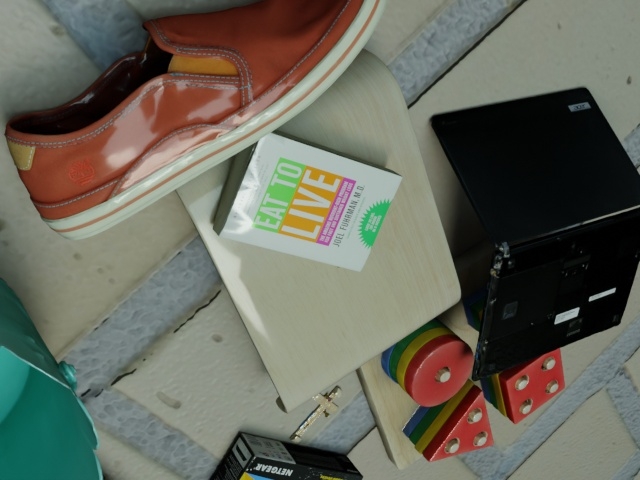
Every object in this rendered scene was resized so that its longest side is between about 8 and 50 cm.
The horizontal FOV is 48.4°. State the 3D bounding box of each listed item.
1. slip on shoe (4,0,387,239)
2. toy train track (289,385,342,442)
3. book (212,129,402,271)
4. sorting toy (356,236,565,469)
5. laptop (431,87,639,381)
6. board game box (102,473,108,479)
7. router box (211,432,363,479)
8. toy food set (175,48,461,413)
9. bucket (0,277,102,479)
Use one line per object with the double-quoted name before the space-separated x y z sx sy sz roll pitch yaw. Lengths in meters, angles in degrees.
"slip on shoe" -0.088 -0.130 0.544 0.331 0.123 0.101 -34 124 -6
"toy train track" -0.003 0.209 0.841 0.083 0.014 0.048 -47 129 -1
"book" -0.010 -0.033 0.607 0.144 0.035 0.096 14 105 -32
"sorting toy" 0.185 0.156 0.882 0.255 0.089 0.257 -31 128 -15
"laptop" 0.241 -0.011 0.804 0.234 0.136 0.264 -15 124 -25
"board game box" -0.254 0.295 0.686 0.141 0.048 0.170 -36 116 -10
"router box" -0.052 0.307 0.843 0.179 0.046 0.133 25 100 -39
"toy food set" 0.000 0.000 0.695 0.220 0.092 0.306 -30 119 -15
"bucket" -0.311 0.143 0.503 0.281 0.183 0.281 -14 122 -25
